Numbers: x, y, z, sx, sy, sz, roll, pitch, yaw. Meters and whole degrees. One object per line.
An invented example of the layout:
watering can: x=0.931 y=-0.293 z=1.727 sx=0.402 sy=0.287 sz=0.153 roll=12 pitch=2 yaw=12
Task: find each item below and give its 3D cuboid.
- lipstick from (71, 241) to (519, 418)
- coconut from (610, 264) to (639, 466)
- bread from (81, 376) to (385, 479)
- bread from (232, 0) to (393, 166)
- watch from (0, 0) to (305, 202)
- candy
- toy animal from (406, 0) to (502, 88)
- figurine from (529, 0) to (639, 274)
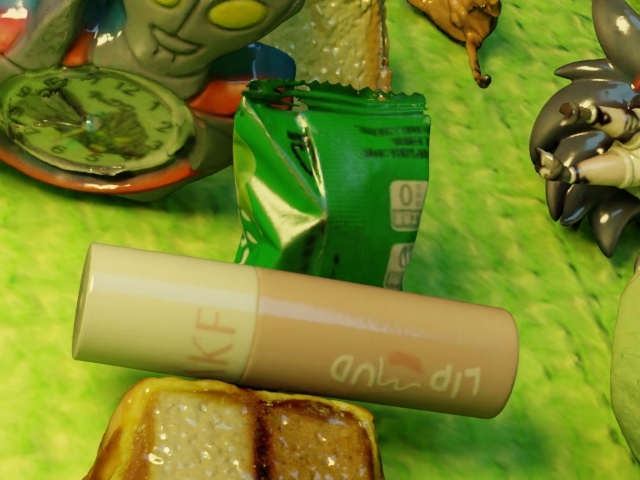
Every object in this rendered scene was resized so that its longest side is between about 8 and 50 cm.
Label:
lipstick: x=-0.014 y=0.054 z=0.767 sx=0.254 sy=0.070 sz=0.070 roll=10 pitch=46 yaw=-14
coconut: x=0.355 y=0.078 z=0.801 sx=0.328 sy=0.281 sz=0.328 roll=3 pitch=5 yaw=0
bread: x=-0.049 y=0.177 z=0.693 sx=0.181 sy=0.096 sz=0.222 roll=14 pitch=44 yaw=-14
bread: x=-0.007 y=-0.120 z=0.991 sx=0.147 sy=0.127 sz=0.152 roll=-9 pitch=70 yaw=-29
watch: x=-0.124 y=-0.203 z=0.852 sx=0.241 sy=0.305 sz=0.274 roll=21 pitch=50 yaw=-30
candy: x=-0.001 y=0.001 z=0.826 sx=0.141 sy=0.203 sz=0.078 roll=4 pitch=11 yaw=-13
toy animal: x=0.126 y=-0.211 z=1.146 sx=0.116 sy=0.114 sz=0.255 roll=49 pitch=33 yaw=-40
figurine: x=0.281 y=-0.076 z=1.020 sx=0.265 sy=0.175 sz=0.197 roll=22 pitch=39 yaw=-13
